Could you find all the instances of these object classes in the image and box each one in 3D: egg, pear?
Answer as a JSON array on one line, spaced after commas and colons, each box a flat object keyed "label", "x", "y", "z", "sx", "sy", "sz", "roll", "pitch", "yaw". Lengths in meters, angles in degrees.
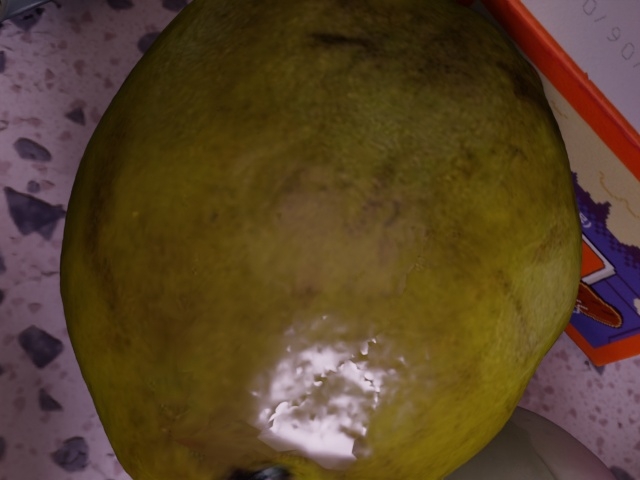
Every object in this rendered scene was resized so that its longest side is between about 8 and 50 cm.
[{"label": "egg", "x": 0.150, "y": 0.227, "z": 0.739, "sx": 0.183, "sy": 0.183, "sz": 0.217, "roll": -17, "pitch": 88, "yaw": -23}, {"label": "pear", "x": 0.000, "y": 0.000, "z": 0.688, "sx": 0.352, "sy": 0.352, "sz": 0.413, "roll": 22, "pitch": 71, "yaw": -11}]

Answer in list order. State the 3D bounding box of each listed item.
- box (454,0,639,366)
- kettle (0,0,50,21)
[{"label": "box", "x": 0.284, "y": -0.130, "z": 0.870, "sx": 0.348, "sy": 0.257, "sz": 0.318, "roll": 47, "pitch": 65, "yaw": 0}, {"label": "kettle", "x": -0.216, "y": -0.312, "z": 0.836, "sx": 0.243, "sy": 0.159, "sz": 0.211, "roll": -30, "pitch": 55, "yaw": -32}]
